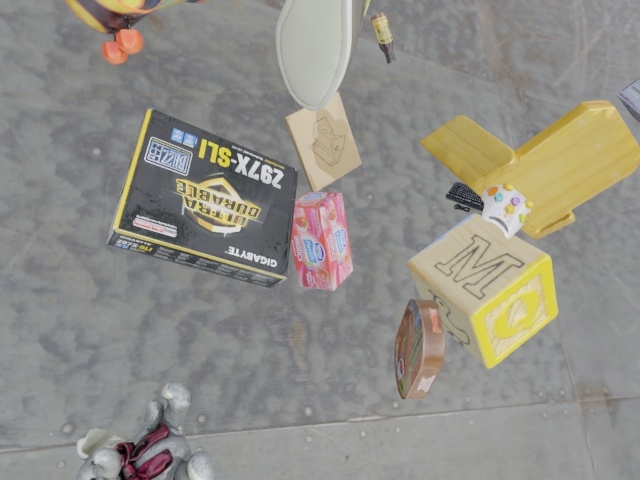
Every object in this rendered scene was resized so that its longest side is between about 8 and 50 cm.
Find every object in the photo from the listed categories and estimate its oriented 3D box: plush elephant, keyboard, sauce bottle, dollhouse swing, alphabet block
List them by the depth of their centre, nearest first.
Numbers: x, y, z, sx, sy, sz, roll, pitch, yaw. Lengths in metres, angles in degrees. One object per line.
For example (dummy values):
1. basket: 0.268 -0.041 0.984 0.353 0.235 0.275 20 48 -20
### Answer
1. alphabet block: 0.325 0.096 0.963 0.193 0.197 0.192 -37 128 -7
2. plush elephant: -0.439 0.522 1.110 0.256 0.329 0.271 5 40 -37
3. dollhouse swing: 0.503 -0.213 1.154 0.347 0.305 0.315 25 23 -38
4. sauce bottle: 0.172 -0.539 1.278 0.042 0.042 0.128 -34 109 -35
5. keyboard: 0.539 -0.152 1.747 0.023 0.180 0.108 39 84 -42

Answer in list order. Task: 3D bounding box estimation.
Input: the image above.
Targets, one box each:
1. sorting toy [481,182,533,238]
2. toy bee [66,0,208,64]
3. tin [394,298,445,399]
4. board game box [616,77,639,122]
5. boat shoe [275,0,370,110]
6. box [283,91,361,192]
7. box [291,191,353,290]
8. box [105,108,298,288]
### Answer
1. sorting toy: 0.287 -0.041 0.747 0.083 0.045 0.075 39 62 1
2. toy bee: -0.177 -0.245 0.439 0.299 0.195 0.162 -21 102 -27
3. tin: 0.142 0.162 0.700 0.040 0.189 0.106 4 50 -1
4. board game box: 0.578 -0.194 0.549 0.066 0.319 0.317 35 33 -25
5. boat shoe: 0.012 -0.299 0.579 0.109 0.304 0.091 29 54 16
6. box: 0.011 -0.245 1.189 0.165 0.021 0.201 -33 118 -23
7. box: 0.000 0.000 1.613 0.154 0.142 0.299 -39 127 -50
8. box: -0.206 -0.073 0.913 0.322 0.079 0.256 20 58 -27
